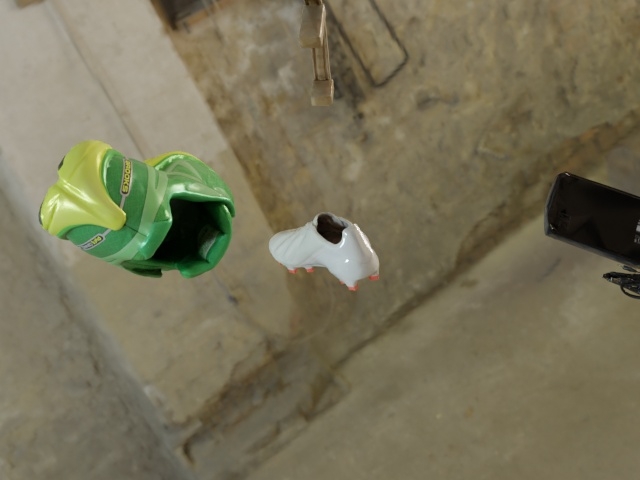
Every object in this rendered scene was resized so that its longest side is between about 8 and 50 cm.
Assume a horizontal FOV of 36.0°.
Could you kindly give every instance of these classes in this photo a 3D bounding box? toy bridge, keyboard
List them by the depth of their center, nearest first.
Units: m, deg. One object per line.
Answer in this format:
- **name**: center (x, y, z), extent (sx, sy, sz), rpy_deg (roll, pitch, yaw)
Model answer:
- **keyboard**: center (0.281, 0.014, 0.852), extent (0.192, 0.038, 0.100), rpy_deg (21, 58, 7)
- **toy bridge**: center (-0.009, -0.236, 1.075), extent (0.026, 0.188, 0.063), rpy_deg (-2, 51, 10)

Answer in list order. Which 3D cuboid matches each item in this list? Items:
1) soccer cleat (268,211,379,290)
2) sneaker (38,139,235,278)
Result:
- **soccer cleat**: center (0.000, 0.000, 1.117), extent (0.068, 0.076, 0.196), rpy_deg (-27, 22, -26)
- **sneaker**: center (-0.132, -0.012, 0.845), extent (0.109, 0.123, 0.295), rpy_deg (-59, -9, 8)
